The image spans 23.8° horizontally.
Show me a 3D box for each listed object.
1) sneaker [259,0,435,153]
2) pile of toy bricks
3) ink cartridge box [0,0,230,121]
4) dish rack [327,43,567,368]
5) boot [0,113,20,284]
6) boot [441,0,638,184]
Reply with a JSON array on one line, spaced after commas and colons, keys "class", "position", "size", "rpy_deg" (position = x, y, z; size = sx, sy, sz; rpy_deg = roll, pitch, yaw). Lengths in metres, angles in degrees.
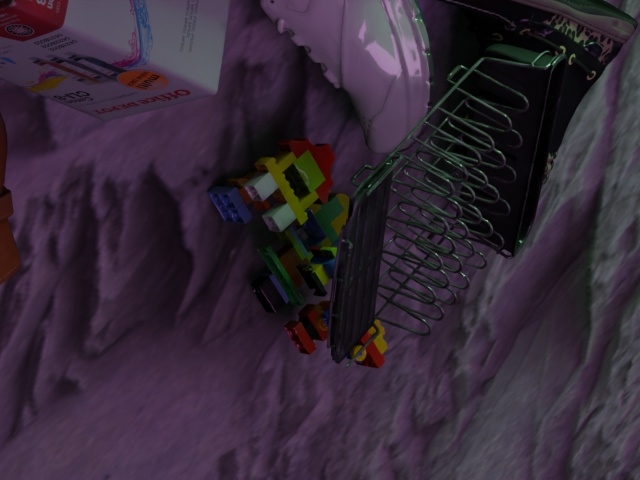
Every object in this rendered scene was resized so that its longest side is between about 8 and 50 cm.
[{"class": "sneaker", "position": [0.014, -0.192, 1.200], "size": [0.129, 0.111, 0.297], "rpy_deg": [-17, 126, -1]}, {"class": "pile of toy bricks", "position": [0.000, 0.000, 1.300], "size": [0.105, 0.118, 0.212], "rpy_deg": [-43, 117, -26]}, {"class": "ink cartridge box", "position": [-0.163, -0.172, 1.022], "size": [0.176, 0.128, 0.127], "rpy_deg": [20, 70, -44]}, {"class": "dish rack", "position": [0.096, -0.022, 1.220], "size": [0.271, 0.074, 0.208], "rpy_deg": [-46, 151, -40]}, {"class": "boot", "position": [-0.346, -0.021, 1.052], "size": [0.283, 0.109, 0.220], "rpy_deg": [-29, 130, -30]}, {"class": "boot", "position": [0.152, -0.145, 1.317], "size": [0.236, 0.085, 0.179], "rpy_deg": [9, 115, -36]}]
